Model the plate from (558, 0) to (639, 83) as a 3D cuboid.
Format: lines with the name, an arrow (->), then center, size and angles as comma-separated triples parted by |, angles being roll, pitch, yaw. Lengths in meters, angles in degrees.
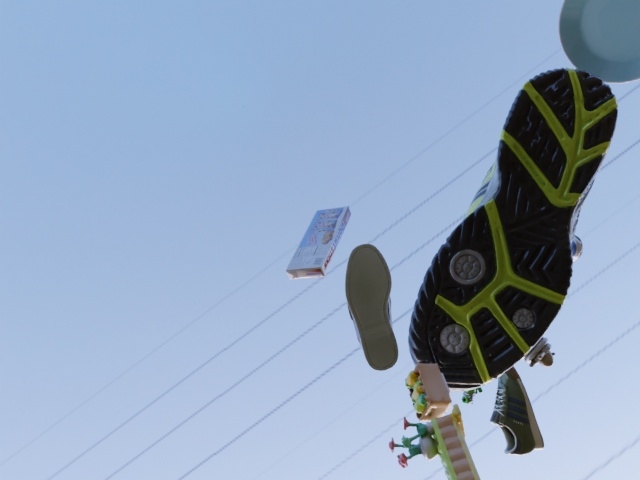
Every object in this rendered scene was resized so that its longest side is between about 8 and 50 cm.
plate -> 0.465, -0.339, 0.871 | 0.024, 0.188, 0.188 | -30, -71, -39

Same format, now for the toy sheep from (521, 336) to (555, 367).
toy sheep -> 0.497, 0.250, 1.343 | 0.091, 0.091, 0.132 | -46, -112, 4

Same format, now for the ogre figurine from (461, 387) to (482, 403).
ogre figurine -> 0.425, 0.334, 1.529 | 0.197, 0.096, 0.118 | -42, -39, -15

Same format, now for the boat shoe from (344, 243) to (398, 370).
boat shoe -> 0.112, 0.150, 1.316 | 0.114, 0.091, 0.303 | -7, -79, -6

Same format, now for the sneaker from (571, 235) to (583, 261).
sneaker -> 0.533, 0.022, 1.376 | 0.081, 0.211, 0.080 | -4, -90, -34

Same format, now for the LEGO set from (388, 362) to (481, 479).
LEGO set -> 0.103, 0.257, 0.504 | 0.107, 0.132, 0.287 | -17, -107, 2

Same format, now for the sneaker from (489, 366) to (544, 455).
sneaker -> 0.396, 0.360, 1.192 | 0.086, 0.064, 0.192 | -17, -99, -7

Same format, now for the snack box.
snack box -> 0.000, 0.000, 0.950 | 0.064, 0.178, 0.022 | -7, -57, 24

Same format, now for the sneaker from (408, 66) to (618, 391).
sneaker -> 0.231, 0.001, 0.657 | 0.145, 0.147, 0.385 | 28, -93, 22
